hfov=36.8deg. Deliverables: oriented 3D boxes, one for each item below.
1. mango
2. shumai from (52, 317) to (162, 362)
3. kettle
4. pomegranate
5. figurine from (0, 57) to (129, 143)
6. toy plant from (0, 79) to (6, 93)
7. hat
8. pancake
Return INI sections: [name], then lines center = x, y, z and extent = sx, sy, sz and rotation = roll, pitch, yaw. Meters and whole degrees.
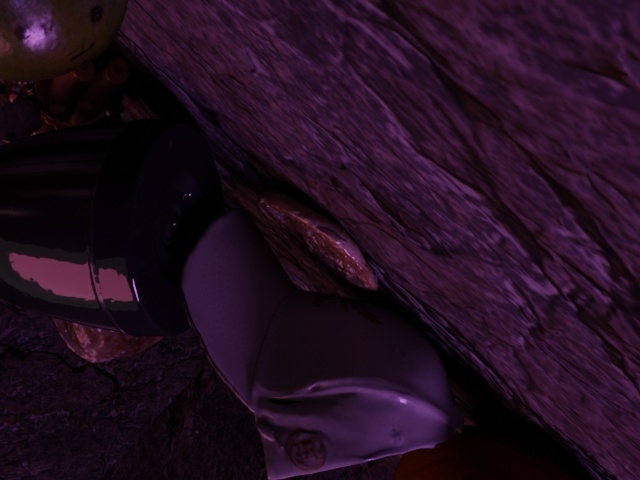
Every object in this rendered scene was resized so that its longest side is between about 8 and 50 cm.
[mango]
center = 0.175, 0.280, 0.978
extent = 0.350, 0.201, 0.199
rotation = -153, 47, -83
[shumai]
center = -0.311, 0.053, 1.626
extent = 0.267, 0.314, 0.262
rotation = 30, 157, -18
[kettle]
center = -0.250, -0.029, 0.959
extent = 0.271, 0.250, 0.207
rotation = 2, 125, 17
[pomegranate]
center = -0.210, -0.186, 0.633
extent = 0.148, 0.148, 0.169
rotation = 31, 157, 49
[figurine]
center = -0.276, -0.150, 1.044
extent = 0.175, 0.115, 0.240
rotation = 10, 180, -29
[toy plant]
center = -0.422, -0.249, 1.223
extent = 0.232, 0.112, 0.243
rotation = 42, 175, 17
[hat]
center = 0.006, 0.088, 0.952
extent = 0.301, 0.168, 0.258
rotation = 59, -168, 8
[pancake]
center = 0.000, 0.000, 0.887
extent = 0.139, 0.022, 0.139
rotation = 37, 170, 8
